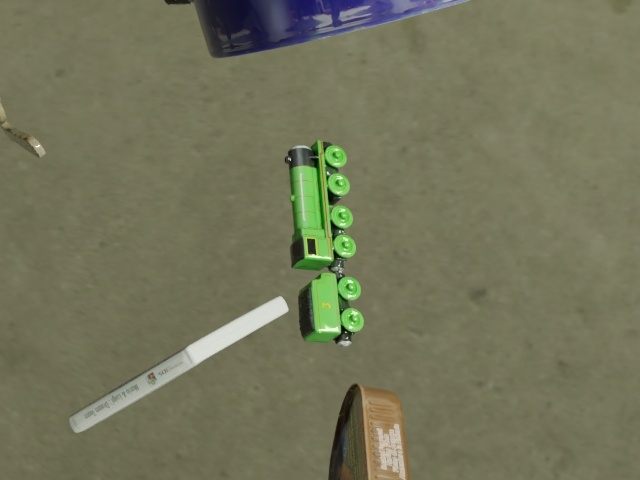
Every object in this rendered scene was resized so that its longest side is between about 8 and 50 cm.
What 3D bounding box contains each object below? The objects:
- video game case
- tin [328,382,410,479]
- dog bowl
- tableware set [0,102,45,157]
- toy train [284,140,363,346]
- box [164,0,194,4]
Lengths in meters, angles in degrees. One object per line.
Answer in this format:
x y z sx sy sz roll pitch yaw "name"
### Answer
-0.116 0.102 1.263 0.019 0.143 0.157 60 30 2 "video game case"
0.035 0.185 1.090 0.040 0.189 0.106 7 127 -7 "tin"
0.020 -0.235 1.277 0.265 0.265 0.104 -19 102 -26 "dog bowl"
-0.224 -0.099 0.825 0.039 0.194 0.128 -39 116 -14 "tableware set"
0.000 0.000 0.569 0.024 0.017 0.083 5 65 -25 "toy train"
-0.111 -0.267 1.082 0.162 0.029 0.116 59 47 -43 "box"
